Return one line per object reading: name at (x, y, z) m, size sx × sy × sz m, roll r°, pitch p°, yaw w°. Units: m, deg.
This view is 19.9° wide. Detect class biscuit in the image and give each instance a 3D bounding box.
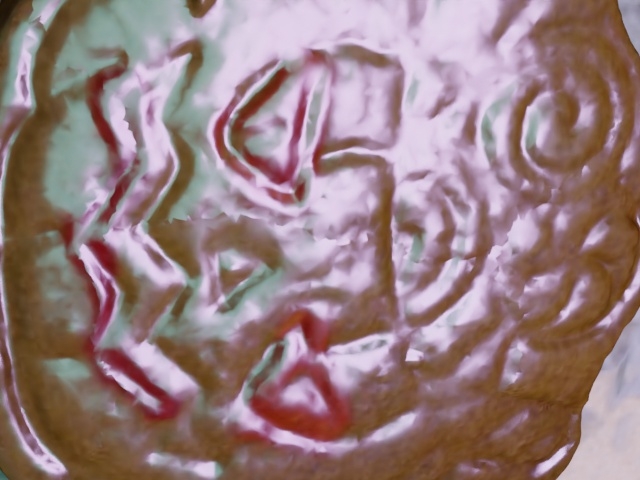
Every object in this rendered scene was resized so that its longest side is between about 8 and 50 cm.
biscuit at (0.001, 0.001, 0.630) m, size 0.257 × 0.049 × 0.273 m, roll -13°, pitch 116°, yaw -16°
